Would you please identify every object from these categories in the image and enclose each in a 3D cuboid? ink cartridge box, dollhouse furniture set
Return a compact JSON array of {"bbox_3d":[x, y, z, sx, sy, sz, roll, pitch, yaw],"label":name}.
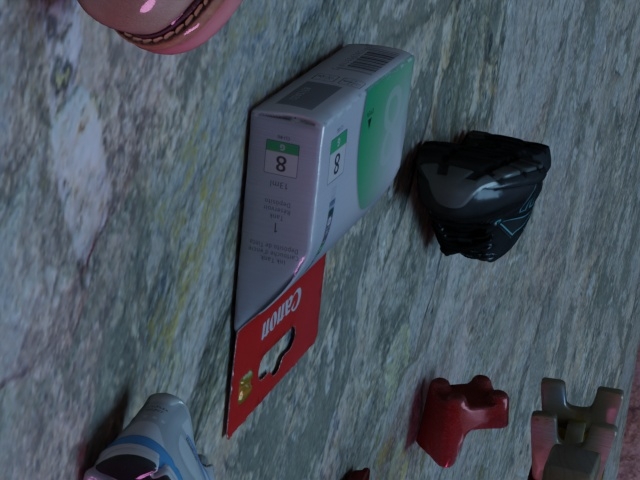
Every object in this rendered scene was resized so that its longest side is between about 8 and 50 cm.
[{"bbox_3d":[0.000,0.000,1.281,0.181,0.056,0.224,-44,141,-62],"label":"ink cartridge box"},{"bbox_3d":[0.133,0.244,1.673,0.374,0.201,0.152,-53,151,-68],"label":"dollhouse furniture set"}]

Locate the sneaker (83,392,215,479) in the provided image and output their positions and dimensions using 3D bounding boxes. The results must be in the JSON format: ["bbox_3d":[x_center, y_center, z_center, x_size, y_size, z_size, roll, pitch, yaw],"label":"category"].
[{"bbox_3d":[-0.081,0.165,1.103,0.083,0.071,0.190,-68,162,-48],"label":"sneaker"}]

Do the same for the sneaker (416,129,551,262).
[{"bbox_3d":[0.138,-0.029,1.640,0.267,0.101,0.106,-16,120,-71],"label":"sneaker"}]

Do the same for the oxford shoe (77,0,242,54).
[{"bbox_3d":[-0.067,-0.266,0.789,0.147,0.140,0.397,-6,116,-41],"label":"oxford shoe"}]
